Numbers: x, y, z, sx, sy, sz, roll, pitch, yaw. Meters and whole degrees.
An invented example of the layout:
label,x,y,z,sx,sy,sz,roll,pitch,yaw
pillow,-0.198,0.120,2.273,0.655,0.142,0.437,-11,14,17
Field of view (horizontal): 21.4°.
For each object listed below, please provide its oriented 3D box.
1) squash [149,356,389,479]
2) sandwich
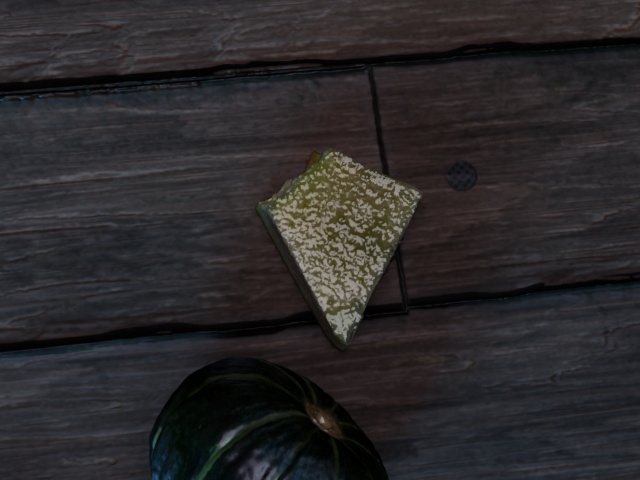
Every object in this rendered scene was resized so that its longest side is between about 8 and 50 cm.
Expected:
label,x,y,z,sx,sy,sz,roll,pitch,yaw
squash,-0.046,0.229,1.655,0.252,0.252,0.165,43,102,6
sandwich,0.000,0.000,1.827,0.162,0.058,0.193,25,74,3
